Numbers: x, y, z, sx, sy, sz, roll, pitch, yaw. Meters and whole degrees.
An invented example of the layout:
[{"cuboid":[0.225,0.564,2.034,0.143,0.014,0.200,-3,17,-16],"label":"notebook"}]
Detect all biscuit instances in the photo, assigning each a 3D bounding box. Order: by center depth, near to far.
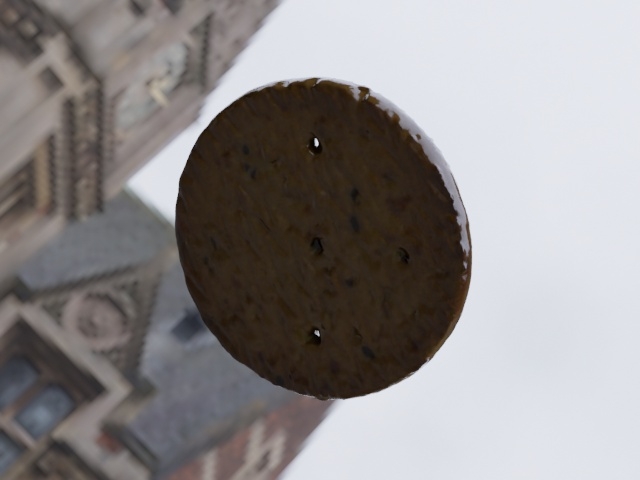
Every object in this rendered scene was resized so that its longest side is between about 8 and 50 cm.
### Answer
[{"cuboid":[0.001,0.000,1.085,0.188,0.027,0.188,7,-74,26],"label":"biscuit"}]
